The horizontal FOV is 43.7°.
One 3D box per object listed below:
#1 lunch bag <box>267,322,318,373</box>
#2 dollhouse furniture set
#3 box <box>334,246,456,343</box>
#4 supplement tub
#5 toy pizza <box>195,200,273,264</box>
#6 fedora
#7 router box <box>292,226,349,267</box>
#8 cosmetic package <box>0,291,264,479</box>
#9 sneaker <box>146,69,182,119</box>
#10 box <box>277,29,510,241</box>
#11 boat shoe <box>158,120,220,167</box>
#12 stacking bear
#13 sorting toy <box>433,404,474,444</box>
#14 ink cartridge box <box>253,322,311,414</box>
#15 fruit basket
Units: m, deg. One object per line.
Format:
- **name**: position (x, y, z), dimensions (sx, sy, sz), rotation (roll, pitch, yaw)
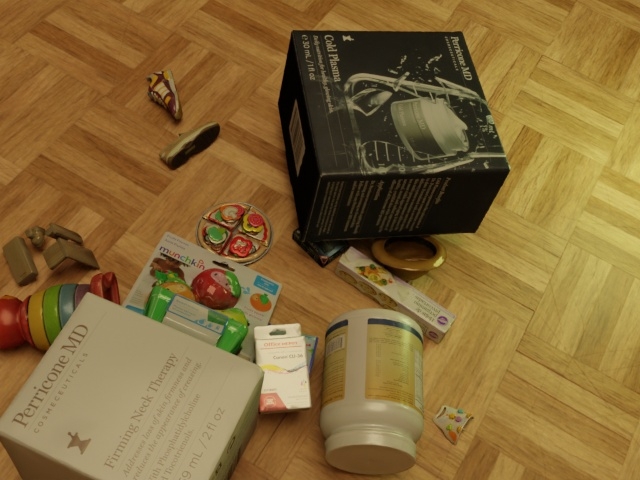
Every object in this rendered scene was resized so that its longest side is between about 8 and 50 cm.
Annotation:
- **lunch bag**: position (-0.083, 0.286, 1.847), dimensions (0.128, 0.096, 0.151), rotation (14, 46, 0)
- **dollhouse furniture set**: position (-0.659, 0.042, 1.954), dimensions (0.151, 0.123, 0.144), rotation (-37, 64, 9)
- **box**: position (0.185, 0.135, 2.010), dimensions (0.324, 0.067, 0.063), rotation (34, 59, 12)
- **supplement tub**: position (0.114, 0.334, 1.768), dimensions (0.228, 0.228, 0.316), rotation (8, 56, -4)
- **toy pizza**: position (-0.221, -0.025, 2.068), dimensions (0.201, 0.032, 0.201), rotation (4, 56, -7)
- **fedora**: position (0.225, 0.047, 2.053), dimensions (0.194, 0.079, 0.194), rotation (3, 35, -2)
- **router box**: position (0.000, 0.000, 2.085), dimensions (0.092, 0.038, 0.122), rotation (-36, 69, -28)
- **cosmetic package**: position (-0.363, 0.378, 1.600), dimensions (0.393, 0.327, 0.329), rotation (22, 56, 7)
- **sneaker**: position (-0.445, -0.406, 2.270), dimensions (0.083, 0.070, 0.186), rotation (-14, 54, -8)
- **box**: position (0.165, -0.273, 2.054), dimensions (0.471, 0.297, 0.480), rotation (-3, 58, -14)
- **boat shoe**: position (-0.363, -0.278, 2.196), dimensions (0.072, 0.068, 0.190), rotation (35, 57, 27)
- **stacking bear**: position (-0.611, 0.173, 1.801), dimensions (0.288, 0.175, 0.164), rotation (-8, 90, -3)
- **sorting toy**: position (0.306, 0.418, 1.864), dimensions (0.075, 0.045, 0.083), rotation (24, 54, 30)
- **ink cartridge box**: position (-0.087, 0.278, 1.766), dimensions (0.115, 0.067, 0.198), rotation (-4, 73, -8)
- **fruit basket**: position (-0.273, 0.145, 1.861), dimensions (0.326, 0.165, 0.353), rotation (26, 46, -4)
